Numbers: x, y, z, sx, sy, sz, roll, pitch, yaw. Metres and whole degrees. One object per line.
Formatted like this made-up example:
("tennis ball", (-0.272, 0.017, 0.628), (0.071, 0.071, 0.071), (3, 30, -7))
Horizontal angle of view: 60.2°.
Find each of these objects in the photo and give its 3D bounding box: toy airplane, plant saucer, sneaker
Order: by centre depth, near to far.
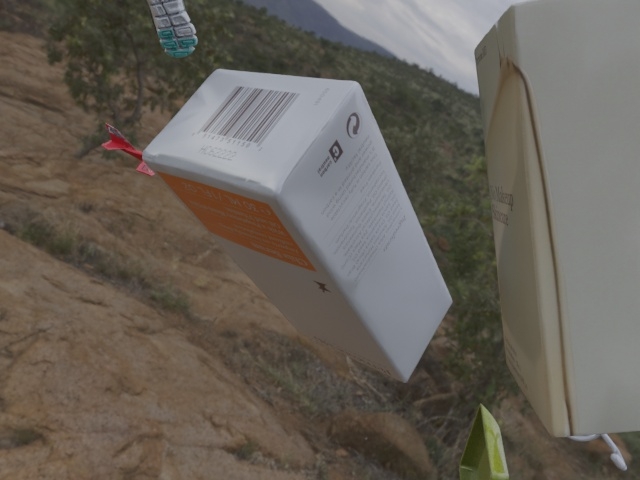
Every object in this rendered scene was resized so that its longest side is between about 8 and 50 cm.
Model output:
("sneaker", (-0.218, -0.339, 0.752), (0.065, 0.166, 0.076), (-17, 37, -19))
("toy airplane", (-0.291, -0.139, 0.907), (0.151, 0.028, 0.151), (31, 23, -14))
("plant saucer", (0.324, 0.458, 1.092), (0.045, 0.188, 0.188), (11, 27, 5))

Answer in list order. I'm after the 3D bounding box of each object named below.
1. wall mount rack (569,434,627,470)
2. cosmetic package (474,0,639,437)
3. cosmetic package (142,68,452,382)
("wall mount rack", (0.616, 0.285, 1.139), (0.304, 0.350, 0.130), (54, 19, 7))
("cosmetic package", (0.207, -0.023, 0.448), (0.113, 0.309, 0.160), (-8, 5, 7))
("cosmetic package", (0.000, 0.000, 0.756), (0.230, 0.161, 0.453), (18, -25, 38))
